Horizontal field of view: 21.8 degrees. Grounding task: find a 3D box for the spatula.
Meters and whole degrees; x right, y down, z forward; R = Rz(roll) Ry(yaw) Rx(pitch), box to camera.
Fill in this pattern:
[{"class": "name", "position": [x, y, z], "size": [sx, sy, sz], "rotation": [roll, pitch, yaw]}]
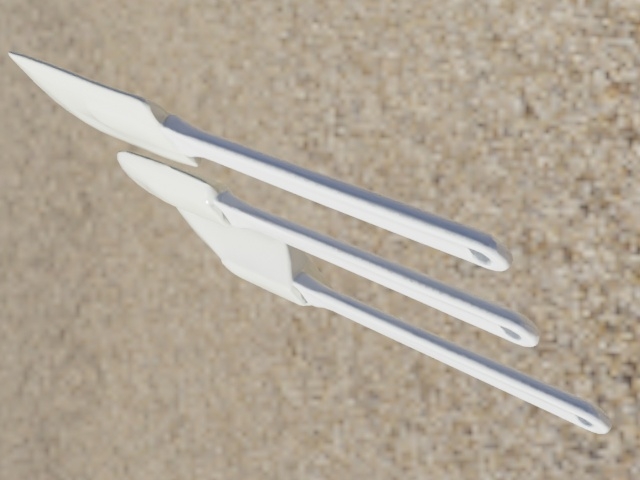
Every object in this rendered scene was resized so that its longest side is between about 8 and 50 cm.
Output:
[{"class": "spatula", "position": [0.000, 0.000, 0.647], "size": [0.242, 0.168, 0.019], "rotation": [22, 69, 38]}]
